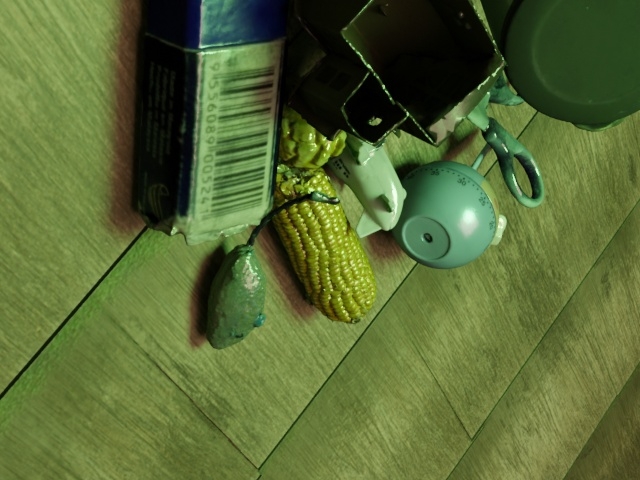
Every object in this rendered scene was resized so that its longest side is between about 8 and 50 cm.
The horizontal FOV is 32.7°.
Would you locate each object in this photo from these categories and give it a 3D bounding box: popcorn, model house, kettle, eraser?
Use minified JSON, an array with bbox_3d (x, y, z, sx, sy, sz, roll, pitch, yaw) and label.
[{"bbox_3d":[-0.020,-0.140,1.320,0.116,0.120,0.106,-15,156,-37],"label":"popcorn"},{"bbox_3d":[0.040,-0.221,1.236,0.204,0.243,0.211,-47,125,-4],"label":"model house"},{"bbox_3d":[0.297,-0.374,1.284,0.376,0.250,0.361,-91,175,-48],"label":"kettle"},{"bbox_3d":[-0.118,-0.167,1.194,0.155,0.102,0.332,-18,123,-43],"label":"eraser"}]

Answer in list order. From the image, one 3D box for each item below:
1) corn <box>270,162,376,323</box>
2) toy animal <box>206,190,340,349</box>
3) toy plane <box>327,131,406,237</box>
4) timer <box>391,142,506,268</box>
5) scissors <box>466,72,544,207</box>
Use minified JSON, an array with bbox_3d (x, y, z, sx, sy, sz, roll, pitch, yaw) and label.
[{"bbox_3d":[0.000,0.000,1.440,0.106,0.106,0.293,-46,138,-22],"label":"corn"},{"bbox_3d":[-0.078,0.028,1.355,0.079,0.070,0.253,14,115,-42],"label":"toy animal"},{"bbox_3d":[0.054,-0.092,1.412,0.080,0.174,0.174,-22,133,-4],"label":"toy plane"},{"bbox_3d":[0.214,-0.049,1.606,0.255,0.175,0.175,-19,125,-39],"label":"timer"},{"bbox_3d":[0.206,-0.197,1.538,0.383,0.029,0.255,16,64,-49],"label":"scissors"}]
